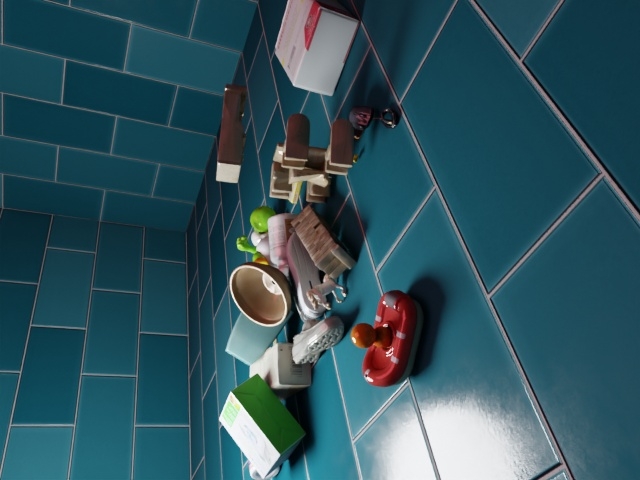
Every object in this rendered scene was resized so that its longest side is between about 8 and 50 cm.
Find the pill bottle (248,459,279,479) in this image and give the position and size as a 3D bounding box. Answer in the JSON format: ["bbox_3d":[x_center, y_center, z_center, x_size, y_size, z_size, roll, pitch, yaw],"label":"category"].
[{"bbox_3d":[-0.218,0.767,2.063,0.194,0.108,0.108,-110,36,-49],"label":"pill bottle"}]

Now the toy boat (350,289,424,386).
[{"bbox_3d":[0.142,0.231,1.330,0.151,0.151,0.231,-152,72,-67],"label":"toy boat"}]

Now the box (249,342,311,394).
[{"bbox_3d":[-0.149,0.473,1.979,0.311,0.121,0.148,135,137,-55],"label":"box"}]

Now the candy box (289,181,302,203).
[{"bbox_3d":[-0.124,-0.229,2.280,0.206,0.027,0.105,-133,57,-62],"label":"candy box"}]

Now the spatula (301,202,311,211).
[{"bbox_3d":[-0.032,-0.158,2.031,0.084,0.030,0.297,-131,53,-64],"label":"spatula"}]

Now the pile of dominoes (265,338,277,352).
[{"bbox_3d":[-0.225,0.462,2.274,0.196,0.040,0.251,136,137,-56],"label":"pile of dominoes"}]

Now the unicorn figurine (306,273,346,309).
[{"bbox_3d":[0.024,0.151,1.717,0.111,0.161,0.060,47,125,28],"label":"unicorn figurine"}]

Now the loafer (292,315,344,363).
[{"bbox_3d":[-0.019,0.293,1.746,0.319,0.111,0.112,-49,47,53],"label":"loafer"}]

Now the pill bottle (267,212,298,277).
[{"bbox_3d":[-0.119,0.027,2.039,0.131,0.131,0.230,147,120,-61],"label":"pill bottle"}]

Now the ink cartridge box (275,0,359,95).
[{"bbox_3d":[-0.026,-0.742,2.045,0.385,0.160,0.279,-113,38,-51],"label":"ink cartridge box"}]

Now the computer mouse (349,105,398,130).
[{"bbox_3d":[0.147,-0.359,1.632,0.242,0.041,0.071,25,96,59],"label":"computer mouse"}]

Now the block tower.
[{"bbox_3d":[0.000,0.000,1.785,0.097,0.091,0.335,-46,31,6],"label":"block tower"}]

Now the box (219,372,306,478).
[{"bbox_3d":[-0.200,0.624,1.888,0.262,0.126,0.231,47,138,19],"label":"box"}]

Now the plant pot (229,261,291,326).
[{"bbox_3d":[-0.184,0.166,1.908,0.109,0.237,0.237,-39,-18,-49],"label":"plant pot"}]

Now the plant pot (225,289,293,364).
[{"bbox_3d":[-0.237,0.326,2.033,0.234,0.165,0.166,-59,3,-18],"label":"plant pot"}]

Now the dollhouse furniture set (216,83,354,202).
[{"bbox_3d":[-0.119,-0.311,1.772,0.362,0.393,0.257,131,143,-72],"label":"dollhouse furniture set"}]

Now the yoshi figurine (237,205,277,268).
[{"bbox_3d":[-0.219,-0.015,2.253,0.203,0.203,0.362,-55,29,19],"label":"yoshi figurine"}]

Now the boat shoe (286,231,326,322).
[{"bbox_3d":[-0.065,0.125,1.897,0.119,0.121,0.335,124,146,-46],"label":"boat shoe"}]

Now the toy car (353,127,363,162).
[{"bbox_3d":[0.098,-0.302,1.745,0.040,0.060,0.122,49,-127,-78],"label":"toy car"}]
